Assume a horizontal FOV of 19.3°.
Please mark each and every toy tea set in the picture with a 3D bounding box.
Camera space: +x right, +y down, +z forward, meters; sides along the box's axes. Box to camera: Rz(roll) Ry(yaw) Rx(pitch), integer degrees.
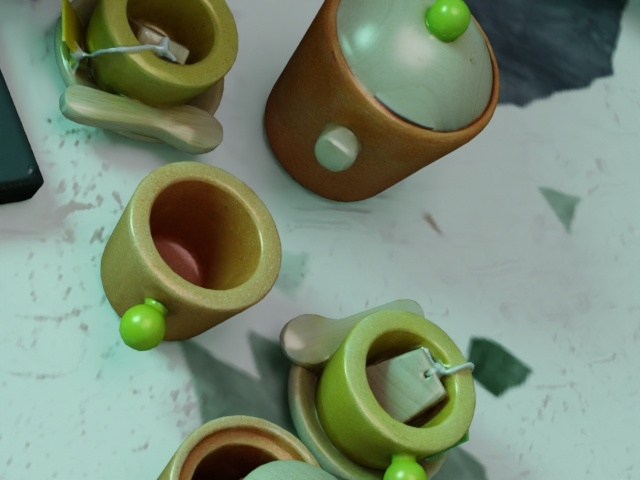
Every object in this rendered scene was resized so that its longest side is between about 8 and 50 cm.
[{"bbox_3d":[0.000,0.000,0.818,0.200,0.124,0.336,7,60,-29],"label":"toy tea set"}]

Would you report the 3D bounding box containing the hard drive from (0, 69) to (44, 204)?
[{"bbox_3d":[-0.185,-0.073,0.810,0.094,0.022,0.135,-11,70,-37],"label":"hard drive"}]
